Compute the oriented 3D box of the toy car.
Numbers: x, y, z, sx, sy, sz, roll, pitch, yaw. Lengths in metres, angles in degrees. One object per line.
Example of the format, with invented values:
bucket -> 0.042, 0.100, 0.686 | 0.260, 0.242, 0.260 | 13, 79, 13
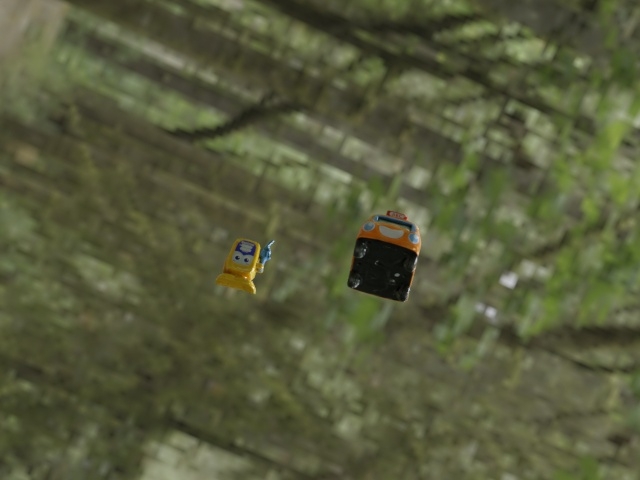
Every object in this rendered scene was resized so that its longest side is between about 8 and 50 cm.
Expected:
toy car -> 0.000, 0.000, 1.035 | 0.060, 0.122, 0.040 | 70, 32, -52
